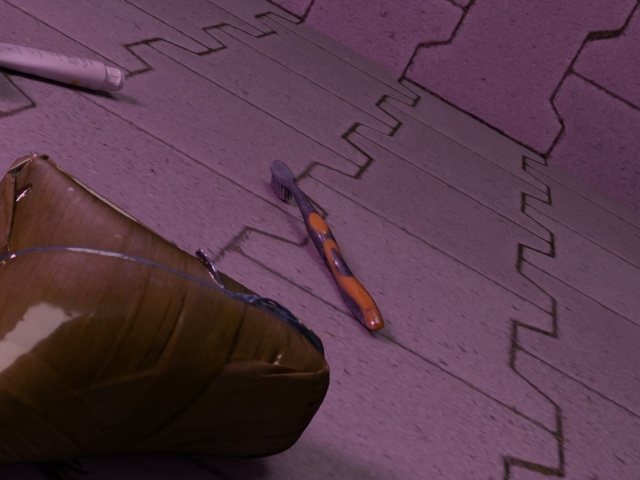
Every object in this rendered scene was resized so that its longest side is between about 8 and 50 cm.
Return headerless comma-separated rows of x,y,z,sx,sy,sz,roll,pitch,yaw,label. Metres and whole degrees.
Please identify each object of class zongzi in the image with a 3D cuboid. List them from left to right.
-0.097,0.085,0.618,0.228,0.115,0.256,31,23,-16,zongzi

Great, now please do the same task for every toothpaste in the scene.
-0.283,-0.180,1.210,0.190,0.031,0.048,7,30,-45,toothpaste

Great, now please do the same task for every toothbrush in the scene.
0.000,-0.002,1.150,0.023,0.031,0.321,-8,29,-16,toothbrush
